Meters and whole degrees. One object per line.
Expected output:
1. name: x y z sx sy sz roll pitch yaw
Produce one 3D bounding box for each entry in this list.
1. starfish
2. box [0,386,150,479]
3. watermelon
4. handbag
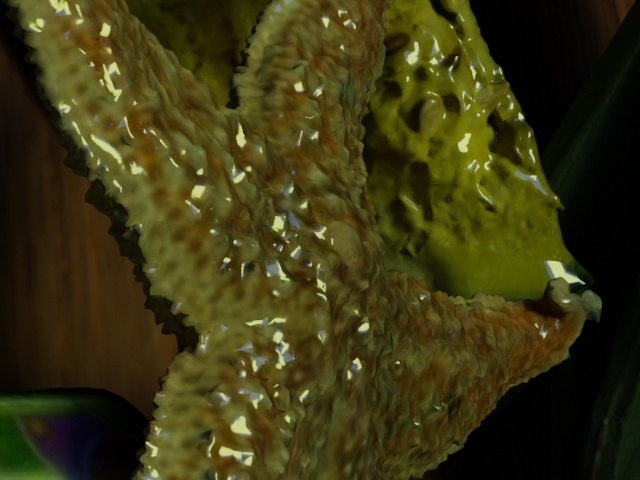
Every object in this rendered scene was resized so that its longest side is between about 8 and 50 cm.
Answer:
1. starfish: -0.005 0.000 0.472 0.295 0.048 0.231 66 33 -23
2. box: -0.161 0.094 0.330 0.345 0.097 0.134 2 78 -52
3. watermelon: -0.023 -0.110 0.586 0.123 0.129 0.301 -41 113 -54
4. handbag: 0.160 -0.042 0.697 0.079 0.260 0.247 33 25 25
